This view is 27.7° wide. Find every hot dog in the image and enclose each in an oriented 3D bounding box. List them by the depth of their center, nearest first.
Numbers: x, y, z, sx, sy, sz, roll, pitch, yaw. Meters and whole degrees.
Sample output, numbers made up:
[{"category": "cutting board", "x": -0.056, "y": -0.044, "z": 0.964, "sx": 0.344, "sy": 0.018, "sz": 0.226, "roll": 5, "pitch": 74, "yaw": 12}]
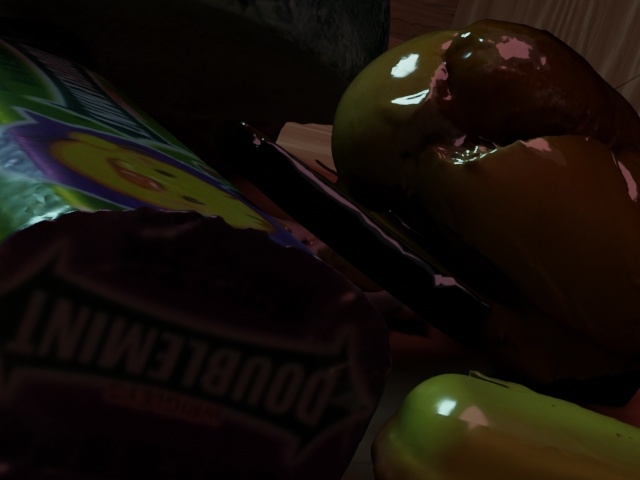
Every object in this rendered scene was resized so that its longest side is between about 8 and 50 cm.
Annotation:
[{"category": "hot dog", "x": 0.090, "y": -0.024, "z": 0.576, "sx": 0.194, "sy": 0.107, "sz": 0.326, "roll": 38, "pitch": 8, "yaw": 12}]

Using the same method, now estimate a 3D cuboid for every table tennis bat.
[{"category": "table tennis bat", "x": 0.191, "y": 0.121, "z": 0.425, "sx": 0.369, "sy": 0.054, "sz": 0.224, "roll": 20, "pitch": 11, "yaw": -6}]

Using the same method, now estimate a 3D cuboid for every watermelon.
[{"category": "watermelon", "x": -0.133, "y": -0.183, "z": 0.735, "sx": 0.258, "sy": 0.228, "sz": 0.387, "roll": -21, "pitch": -30, "yaw": 38}]

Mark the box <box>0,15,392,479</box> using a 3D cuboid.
[{"category": "box", "x": -0.105, "y": -0.017, "z": 0.504, "sx": 0.134, "sy": 0.097, "sz": 0.345, "roll": 15, "pitch": 12, "yaw": -27}]

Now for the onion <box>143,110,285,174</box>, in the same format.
[{"category": "onion", "x": -0.105, "y": -0.184, "z": 0.944, "sx": 0.272, "sy": 0.230, "sz": 0.256, "roll": 16, "pitch": 11, "yaw": -45}]

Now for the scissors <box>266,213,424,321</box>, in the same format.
[{"category": "scissors", "x": 0.000, "y": 0.000, "z": 0.745, "sx": 0.160, "sy": 0.024, "sz": 0.317, "roll": 20, "pitch": 12, "yaw": 9}]
